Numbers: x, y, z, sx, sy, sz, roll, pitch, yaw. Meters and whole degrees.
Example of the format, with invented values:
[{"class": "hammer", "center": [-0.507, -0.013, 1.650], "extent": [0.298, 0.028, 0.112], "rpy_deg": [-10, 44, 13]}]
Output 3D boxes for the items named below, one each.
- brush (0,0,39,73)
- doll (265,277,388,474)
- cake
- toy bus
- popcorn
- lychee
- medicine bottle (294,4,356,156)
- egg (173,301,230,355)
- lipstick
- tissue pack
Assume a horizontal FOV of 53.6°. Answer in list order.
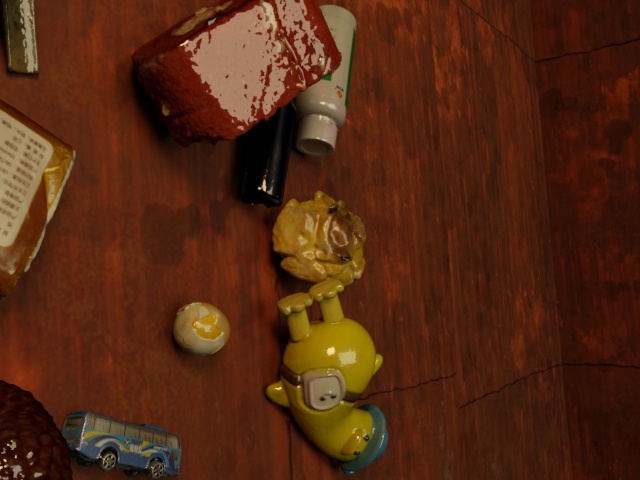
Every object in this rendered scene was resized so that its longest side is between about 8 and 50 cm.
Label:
[{"class": "brush", "center": [-0.340, -0.309, 0.697], "extent": [0.043, 0.036, 0.248], "rpy_deg": [-10, 99, -49]}, {"class": "doll", "center": [0.014, 0.237, 1.018], "extent": [0.199, 0.145, 0.363], "rpy_deg": [-19, 114, -13]}, {"class": "cake", "center": [-0.112, -0.245, 0.853], "extent": [0.283, 0.177, 0.151], "rpy_deg": [-43, 118, -24]}, {"class": "toy bus", "center": [-0.230, 0.243, 0.742], "extent": [0.153, 0.051, 0.061], "rpy_deg": [34, 53, -45]}, {"class": "popcorn", "center": [0.000, 0.000, 1.012], "extent": [0.167, 0.152, 0.149], "rpy_deg": [26, 61, -21]}, {"class": "lychee", "center": [-0.305, 0.215, 0.541], "extent": [0.194, 0.194, 0.195], "rpy_deg": [11, 76, -52]}, {"class": "medicine bottle", "center": [0.007, -0.277, 1.101], "extent": [0.095, 0.095, 0.260], "rpy_deg": [28, 61, -48]}, {"class": "egg", "center": [-0.156, 0.119, 0.842], "extent": [0.083, 0.071, 0.071], "rpy_deg": [35, 58, -46]}, {"class": "lipstick", "center": [-0.071, -0.254, 1.009], "extent": [0.077, 0.077, 0.419], "rpy_deg": [26, 63, -48]}, {"class": "tissue pack", "center": [-0.361, -0.069, 0.581], "extent": [0.226, 0.091, 0.183], "rpy_deg": [40, 54, -44]}]
